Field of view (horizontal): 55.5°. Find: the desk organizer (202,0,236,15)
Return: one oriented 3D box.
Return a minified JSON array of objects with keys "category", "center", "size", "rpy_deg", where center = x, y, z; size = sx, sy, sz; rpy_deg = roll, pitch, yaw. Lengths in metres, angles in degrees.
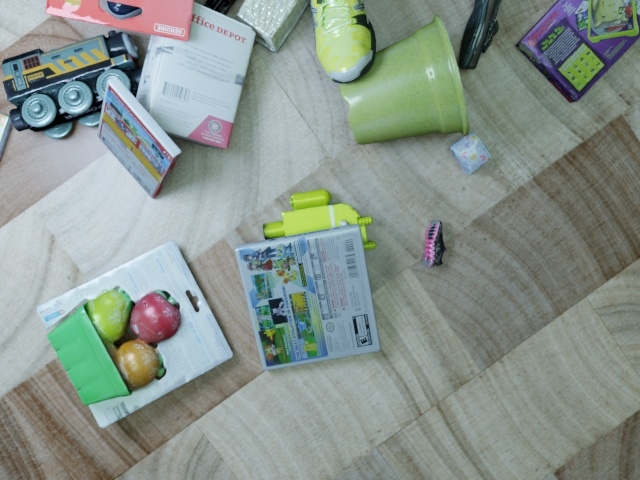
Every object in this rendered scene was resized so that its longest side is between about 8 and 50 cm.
[{"category":"desk organizer","center":[-0.243,-0.560,1.446],"size":[0.047,0.050,0.130],"rpy_deg":[38,91,-5]}]

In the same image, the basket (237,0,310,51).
[{"category":"basket","center":[-0.109,-0.550,1.423],"size":[0.113,0.103,0.167],"rpy_deg":[33,92,1]}]

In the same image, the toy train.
[{"category":"toy train","center":[-0.565,-0.365,1.405],"size":[0.333,0.142,0.190],"rpy_deg":[-19,85,-2]}]

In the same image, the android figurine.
[{"category":"android figurine","center":[0.000,0.000,1.496],"size":[0.272,0.056,0.249],"rpy_deg":[-7,94,-1]}]

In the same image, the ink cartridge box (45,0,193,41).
[{"category":"ink cartridge box","center":[-0.393,-0.564,1.221],"size":[0.296,0.066,0.262],"rpy_deg":[8,93,-11]}]

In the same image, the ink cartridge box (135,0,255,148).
[{"category":"ink cartridge box","center":[-0.288,-0.372,1.384],"size":[0.207,0.117,0.283],"rpy_deg":[13,93,-36]}]

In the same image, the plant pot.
[{"category":"plant pot","center":[0.181,-0.339,1.396],"size":[0.253,0.276,0.276],"rpy_deg":[-16,95,9]}]

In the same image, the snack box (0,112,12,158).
[{"category":"snack box","center":[-0.803,-0.243,1.444],"size":[0.100,0.037,0.141],"rpy_deg":[20,93,-6]}]

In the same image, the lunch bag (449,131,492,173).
[{"category":"lunch bag","center":[0.369,-0.218,1.501],"size":[0.071,0.053,0.083],"rpy_deg":[-39,105,2]}]

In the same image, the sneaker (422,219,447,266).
[{"category":"sneaker","center":[0.293,0.009,1.521],"size":[0.057,0.047,0.120],"rpy_deg":[7,95,-23]}]

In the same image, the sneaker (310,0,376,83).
[{"category":"sneaker","center":[0.026,-0.520,1.347],"size":[0.145,0.147,0.385],"rpy_deg":[-18,65,21]}]

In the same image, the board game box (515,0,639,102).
[{"category":"board game box","center":[0.676,-0.537,1.500],"size":[0.208,0.056,0.347],"rpy_deg":[44,90,-9]}]

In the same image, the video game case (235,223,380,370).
[{"category":"video game case","center":[-0.025,0.142,1.468],"size":[0.299,0.036,0.329],"rpy_deg":[-10,108,2]}]

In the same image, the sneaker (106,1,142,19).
[{"category":"sneaker","center":[-0.397,-0.636,1.380],"size":[0.099,0.153,0.282],"rpy_deg":[42,91,-7]}]

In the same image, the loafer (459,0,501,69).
[{"category":"loafer","center":[0.407,-0.538,1.464],"size":[0.084,0.096,0.268],"rpy_deg":[14,91,-10]}]

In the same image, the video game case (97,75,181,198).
[{"category":"video game case","center":[-0.411,-0.217,1.354],"size":[0.025,0.285,0.204],"rpy_deg":[-43,95,-27]}]

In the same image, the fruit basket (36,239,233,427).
[{"category":"fruit basket","center":[-0.439,0.220,1.459],"size":[0.352,0.165,0.327],"rpy_deg":[-29,95,-16]}]
